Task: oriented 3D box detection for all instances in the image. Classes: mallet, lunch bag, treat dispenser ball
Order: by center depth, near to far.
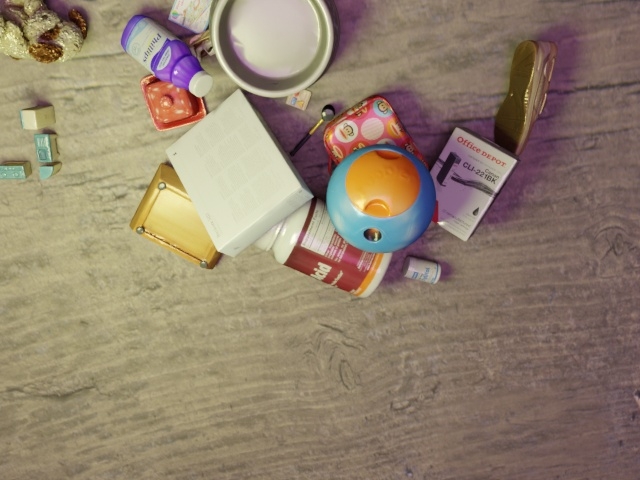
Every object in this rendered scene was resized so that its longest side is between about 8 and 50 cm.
[{"bbox_3d":[0.159,-0.109,1.471,0.288,0.288,0.288,-1,109,-1],"label":"treat dispenser ball"},{"bbox_3d":[0.145,-0.246,1.626,0.258,0.120,0.293,-32,108,10],"label":"lunch bag"},{"bbox_3d":[-0.025,-0.316,1.627,0.039,0.062,0.189,38,104,-15],"label":"mallet"}]

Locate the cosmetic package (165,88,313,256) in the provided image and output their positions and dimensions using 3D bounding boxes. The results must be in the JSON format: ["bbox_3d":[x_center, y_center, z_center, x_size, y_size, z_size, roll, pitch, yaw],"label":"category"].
[{"bbox_3d":[-0.232,-0.188,1.538,0.284,0.097,0.377,-35,66,9],"label":"cosmetic package"}]

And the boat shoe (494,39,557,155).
[{"bbox_3d":[0.594,-0.391,1.588,0.110,0.121,0.341,-9,124,-23],"label":"boat shoe"}]

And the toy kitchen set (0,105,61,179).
[{"bbox_3d":[-0.854,-0.274,1.586,0.166,0.122,0.207,0,109,-2],"label":"toy kitchen set"}]

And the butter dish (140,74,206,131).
[{"bbox_3d":[-0.421,-0.392,1.560,0.160,0.118,0.159,-14,108,4],"label":"butter dish"}]

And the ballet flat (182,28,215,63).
[{"bbox_3d":[-0.325,-0.528,1.526,0.206,0.067,0.073,-26,153,16],"label":"ballet flat"}]

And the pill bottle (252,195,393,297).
[{"bbox_3d":[0.000,0.000,1.653,0.392,0.224,0.224,24,107,-9],"label":"pill bottle"}]

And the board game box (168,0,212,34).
[{"bbox_3d":[-0.337,-0.653,1.519,0.103,0.026,0.154,25,107,-10],"label":"board game box"}]

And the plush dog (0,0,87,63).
[{"bbox_3d":[-0.744,-0.539,1.468,0.225,0.262,0.210,16,142,3],"label":"plush dog"}]

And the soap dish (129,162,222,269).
[{"bbox_3d":[-0.403,-0.061,1.676,0.291,0.118,0.229,29,106,-12],"label":"soap dish"}]

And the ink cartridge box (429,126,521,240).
[{"bbox_3d":[0.420,-0.167,1.621,0.197,0.114,0.272,33,110,15],"label":"ink cartridge box"}]

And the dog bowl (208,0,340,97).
[{"bbox_3d":[-0.120,-0.531,1.432,0.349,0.102,0.348,-1,119,-2],"label":"dog bowl"}]

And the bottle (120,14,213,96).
[{"bbox_3d":[-0.405,-0.485,1.481,0.283,0.092,0.118,40,108,17],"label":"bottle"}]

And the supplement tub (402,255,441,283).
[{"bbox_3d":[0.324,0.095,1.777,0.107,0.071,0.071,13,108,-7],"label":"supplement tub"}]

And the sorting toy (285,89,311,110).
[{"bbox_3d":[-0.059,-0.426,1.614,0.062,0.012,0.083,20,108,-8],"label":"sorting toy"}]
